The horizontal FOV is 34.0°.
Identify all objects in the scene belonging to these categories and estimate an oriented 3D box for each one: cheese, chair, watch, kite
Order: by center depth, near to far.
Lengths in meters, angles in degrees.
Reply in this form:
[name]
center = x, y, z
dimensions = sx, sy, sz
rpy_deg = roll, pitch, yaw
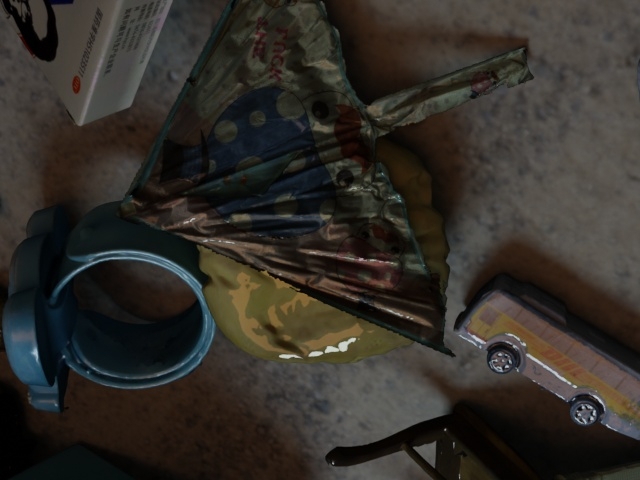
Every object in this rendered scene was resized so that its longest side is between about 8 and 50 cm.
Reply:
[kite]
center = 0.004, -0.081, 0.872
dimensions = 0.369, 0.014, 0.405
rpy_deg = -20, 81, -1
[cheese]
center = 0.000, 0.000, 0.925
dimensions = 0.226, 0.117, 0.213
rpy_deg = -3, 91, 7
[chair]
center = 0.182, 0.255, 0.983
dimensions = 0.186, 0.319, 0.160
rpy_deg = 34, 130, 55
[watch]
center = -0.196, 0.062, 1.017
dimensions = 0.193, 0.211, 0.210
rpy_deg = -4, 112, -2

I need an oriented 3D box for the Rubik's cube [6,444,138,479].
[Rubik's cube]
center = -0.262, 0.473, 1.053
dimensions = 0.347, 0.344, 0.346
rpy_deg = 23, 121, 33

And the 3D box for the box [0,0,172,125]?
[box]
center = -0.184, -0.275, 0.809
dimensions = 0.214, 0.069, 0.353
rpy_deg = 54, 146, 13

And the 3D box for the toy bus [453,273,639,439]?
[toy bus]
center = 0.217, 0.104, 0.941
dimensions = 0.191, 0.064, 0.075
rpy_deg = 33, 113, 4

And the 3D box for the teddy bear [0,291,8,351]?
[teddy bear]
center = -0.426, 0.015, 1.094
dimensions = 0.129, 0.182, 0.251
rpy_deg = 16, 124, 53

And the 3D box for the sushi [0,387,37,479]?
[sushi]
center = -0.406, 0.267, 1.193
dimensions = 0.147, 0.115, 0.212
rpy_deg = 18, 116, 11

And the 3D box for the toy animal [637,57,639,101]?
[toy animal]
center = 0.357, -0.061, 0.819
dimensions = 0.239, 0.176, 0.255
rpy_deg = 13, 81, 10
